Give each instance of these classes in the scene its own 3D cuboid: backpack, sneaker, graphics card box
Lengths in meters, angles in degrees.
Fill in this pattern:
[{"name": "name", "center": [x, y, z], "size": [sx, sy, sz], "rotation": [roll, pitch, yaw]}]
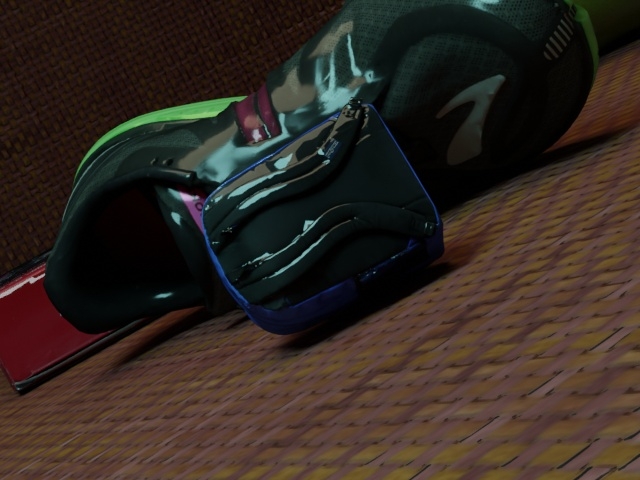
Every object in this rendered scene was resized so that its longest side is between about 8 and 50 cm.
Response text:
[{"name": "backpack", "center": [0.000, 0.000, 0.888], "size": [0.120, 0.098, 0.101], "rotation": [-29, -23, -6]}, {"name": "sneaker", "center": [-0.010, -0.043, 1.104], "size": [0.483, 0.185, 0.202], "rotation": [-28, 23, 36]}, {"name": "graphics card box", "center": [-0.226, 0.042, 1.543], "size": [0.232, 0.094, 0.371], "rotation": [-30, 5, -11]}]

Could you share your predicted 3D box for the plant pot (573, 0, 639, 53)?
[{"name": "plant pot", "center": [0.323, -0.370, 1.514], "size": [0.353, 0.366, 0.366], "rotation": [-39, 0, 33]}]
